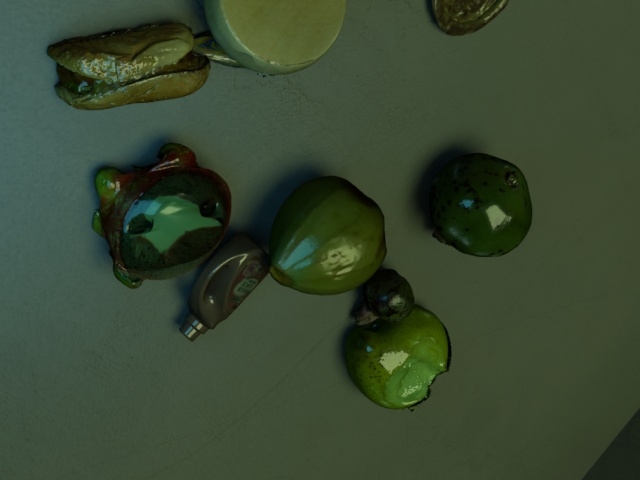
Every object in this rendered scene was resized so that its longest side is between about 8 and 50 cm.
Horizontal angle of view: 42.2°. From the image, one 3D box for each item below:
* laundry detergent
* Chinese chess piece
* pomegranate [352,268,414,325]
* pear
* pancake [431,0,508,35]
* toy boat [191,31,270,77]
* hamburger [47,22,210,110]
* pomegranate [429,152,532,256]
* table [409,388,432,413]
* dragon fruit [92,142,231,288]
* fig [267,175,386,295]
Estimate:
[{"bbox_3d":[-0.207,0.094,1.664,0.237,0.076,0.171,-47,157,-5],"label":"laundry detergent"},{"bbox_3d":[-0.079,-0.409,1.415,0.251,0.097,0.251,-3,96,-28],"label":"Chinese chess piece"},{"bbox_3d":[0.148,0.136,1.994,0.138,0.163,0.125,31,54,-48],"label":"pomegranate"},{"bbox_3d":[0.186,0.284,2.075,0.292,0.159,0.292,-18,124,-28],"label":"pear"},{"bbox_3d":[0.324,-0.555,1.757,0.250,0.031,0.250,-19,127,-28],"label":"pancake"},{"bbox_3d":[-0.142,-0.340,1.482,0.210,0.066,0.084,-2,79,-27],"label":"toy boat"},{"bbox_3d":[-0.295,-0.273,1.353,0.262,0.131,0.124,-19,126,-24],"label":"hamburger"},{"bbox_3d":[0.369,-0.072,1.957,0.254,0.254,0.270,0,141,-40],"label":"pomegranate"},{"bbox_3d":[0.240,0.411,2.250,0.062,0.079,0.083,31,96,-47],"label":"table"},{"bbox_3d":[-0.281,-0.041,1.515,0.295,0.130,0.268,24,104,-45],"label":"dragon fruit"},{"bbox_3d":[0.000,0.000,1.683,0.271,0.239,0.239,-29,131,-33],"label":"fig"}]
